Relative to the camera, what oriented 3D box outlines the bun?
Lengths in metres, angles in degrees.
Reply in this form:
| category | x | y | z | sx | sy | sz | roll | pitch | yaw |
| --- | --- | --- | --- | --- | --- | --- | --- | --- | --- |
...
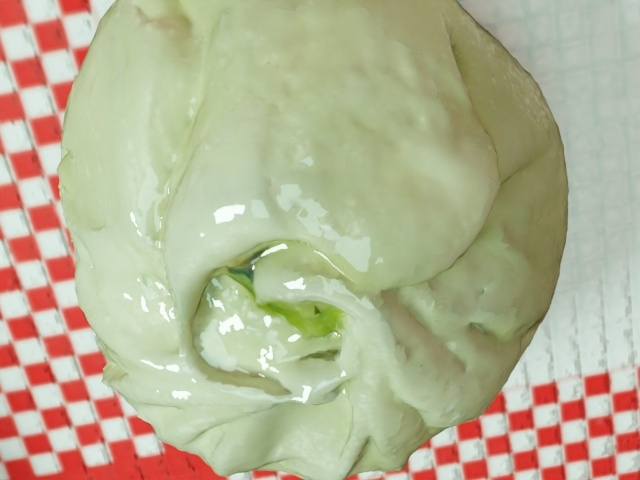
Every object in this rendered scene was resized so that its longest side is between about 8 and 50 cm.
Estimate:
| category | x | y | z | sx | sy | sz | roll | pitch | yaw |
| --- | --- | --- | --- | --- | --- | --- | --- | --- | --- |
| bun | 0.000 | 0.000 | 0.514 | 0.259 | 0.160 | 0.259 | -3 | 116 | -5 |
